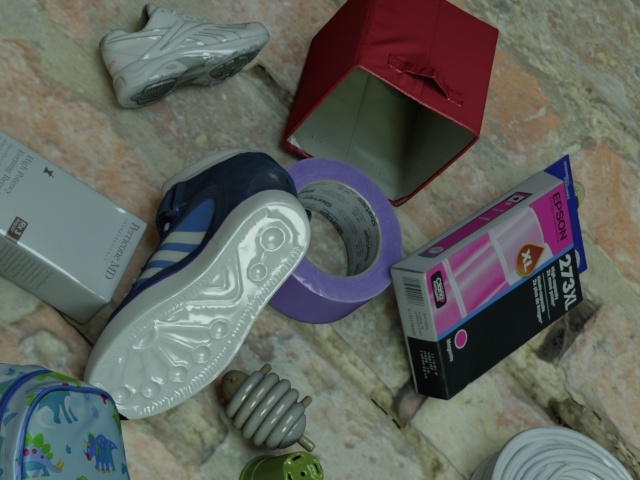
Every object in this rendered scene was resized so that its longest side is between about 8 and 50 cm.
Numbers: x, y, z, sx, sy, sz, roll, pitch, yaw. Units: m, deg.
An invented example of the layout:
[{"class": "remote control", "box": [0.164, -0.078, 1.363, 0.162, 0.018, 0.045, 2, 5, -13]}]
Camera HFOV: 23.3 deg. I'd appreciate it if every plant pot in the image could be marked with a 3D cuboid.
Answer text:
[{"class": "plant pot", "box": [-0.036, 0.269, 1.727, 0.083, 0.079, 0.083, 13, 62, -27]}]

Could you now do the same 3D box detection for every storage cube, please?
[{"class": "storage cube", "box": [0.091, -0.195, 1.947, 0.183, 0.215, 0.193, 28, 50, -17]}]

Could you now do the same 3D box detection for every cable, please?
[{"class": "cable", "box": [0.292, 0.355, 1.884, 0.257, 0.089, 0.257, -5, 70, -32]}]

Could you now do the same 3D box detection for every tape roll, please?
[{"class": "tape roll", "box": [0.000, 0.000, 1.878, 0.189, 0.080, 0.189, 13, 63, -26]}]

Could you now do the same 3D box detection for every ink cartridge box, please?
[{"class": "ink cartridge box", "box": [0.241, 0.039, 1.971, 0.371, 0.069, 0.176, -32, 119, -40]}]

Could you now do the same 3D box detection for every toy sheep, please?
[{"class": "toy sheep", "box": [-0.057, 0.192, 1.749, 0.132, 0.091, 0.091, 34, 52, 9]}]

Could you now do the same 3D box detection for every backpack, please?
[{"class": "backpack", "box": [-0.288, 0.295, 1.450, 0.290, 0.273, 0.355, 19, 41, -59]}]

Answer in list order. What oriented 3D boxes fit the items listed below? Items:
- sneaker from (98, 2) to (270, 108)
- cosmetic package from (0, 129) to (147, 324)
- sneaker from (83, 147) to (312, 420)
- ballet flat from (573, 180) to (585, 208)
[{"class": "sneaker", "box": [-0.165, -0.246, 1.890, 0.232, 0.090, 0.115, -21, 76, -37]}, {"class": "cosmetic package", "box": [-0.317, -0.022, 1.691, 0.231, 0.085, 0.117, 32, 55, -14]}, {"class": "sneaker", "box": [-0.153, 0.034, 1.750, 0.130, 0.236, 0.323, 40, 96, -27]}, {"class": "ballet flat", "box": [0.303, -0.045, 2.103, 0.173, 0.049, 0.057, -22, 81, -37]}]
